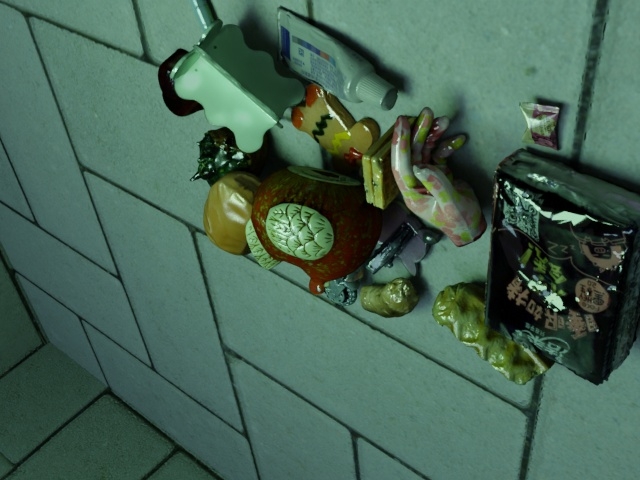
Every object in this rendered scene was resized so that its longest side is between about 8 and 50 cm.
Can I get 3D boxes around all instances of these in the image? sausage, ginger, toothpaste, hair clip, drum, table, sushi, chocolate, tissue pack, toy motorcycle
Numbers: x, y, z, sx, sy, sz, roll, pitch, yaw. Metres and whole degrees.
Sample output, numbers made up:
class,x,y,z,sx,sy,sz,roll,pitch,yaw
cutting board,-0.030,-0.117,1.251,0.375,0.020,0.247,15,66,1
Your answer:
class,x,y,z,sx,sy,sz,roll,pitch,yaw
sausage,-0.169,-0.050,1.624,0.136,0.120,0.241,39,149,8
ginger,0.140,0.119,1.609,0.095,0.069,0.190,47,158,-5
toothpaste,0.019,-0.296,1.345,0.282,0.069,0.099,38,115,33
hair clip,0.142,-0.002,1.518,0.146,0.056,0.187,43,139,12
drum,-0.185,-0.364,1.524,0.130,0.049,0.253,22,138,37
table,-0.145,-0.273,1.427,0.198,0.166,0.166,41,148,-1
sushi,-0.202,-0.162,1.671,0.149,0.140,0.287,39,147,2
chocolate,-0.287,-0.315,1.673,0.125,0.080,0.148,31,143,27
tissue pack,0.371,0.040,1.214,0.245,0.123,0.332,30,141,37
toy motorcycle,0.000,0.000,1.642,0.307,0.108,0.173,54,139,-6

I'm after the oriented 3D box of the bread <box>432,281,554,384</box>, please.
class,x,y,z,sx,sy,sz,roll,pitch,yaw
bread,0.309,0.158,1.406,0.232,0.128,0.088,38,131,15

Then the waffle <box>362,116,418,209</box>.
class,x,y,z,sx,sy,sz,roll,pitch,yaw
waffle,0.121,-0.131,1.304,0.042,0.148,0.102,16,134,28

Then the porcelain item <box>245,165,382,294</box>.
class,x,y,z,sx,sy,sz,roll,pitch,yaw
porcelain item,-0.012,-0.012,1.454,0.253,0.253,0.252,31,144,26

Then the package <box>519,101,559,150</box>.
class,x,y,z,sx,sy,sz,roll,pitch,yaw
package,0.317,-0.164,1.144,0.059,0.029,0.083,18,148,29

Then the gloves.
class,x,y,z,sx,sy,sz,roll,pitch,yaw
gloves,0.179,-0.100,1.264,0.241,0.145,0.126,46,141,-21

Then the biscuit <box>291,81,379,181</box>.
class,x,y,z,sx,sy,sz,roll,pitch,yaw
biscuit,0.048,-0.177,1.451,0.250,0.036,0.165,46,149,4
